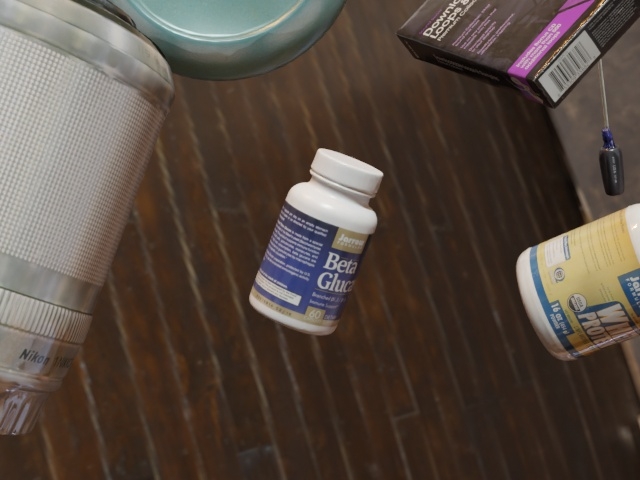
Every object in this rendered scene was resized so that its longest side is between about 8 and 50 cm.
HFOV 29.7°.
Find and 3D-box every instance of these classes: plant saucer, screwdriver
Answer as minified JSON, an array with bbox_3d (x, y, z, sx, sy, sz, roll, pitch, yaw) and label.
[{"bbox_3d":[-0.114,-0.341,1.363,0.044,0.318,0.317,113,-43,-85],"label":"plant saucer"},{"bbox_3d":[0.280,-0.125,1.198,0.024,0.025,0.170,-39,118,-56],"label":"screwdriver"}]

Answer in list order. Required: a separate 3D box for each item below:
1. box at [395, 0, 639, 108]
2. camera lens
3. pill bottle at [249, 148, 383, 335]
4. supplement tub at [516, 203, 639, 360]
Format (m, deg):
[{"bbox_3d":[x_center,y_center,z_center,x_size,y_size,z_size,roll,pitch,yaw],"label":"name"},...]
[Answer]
[{"bbox_3d":[0.128,-0.146,0.736,0.029,0.116,0.162,46,-6,-30],"label":"box"},{"bbox_3d":[-0.232,-0.037,0.775,0.219,0.219,0.274,26,82,-47],"label":"camera lens"},{"bbox_3d":[0.000,0.000,1.191,0.094,0.094,0.169,4,110,-55],"label":"pill bottle"},{"bbox_3d":[0.345,0.044,1.403,0.144,0.200,0.144,46,30,-37],"label":"supplement tub"}]
